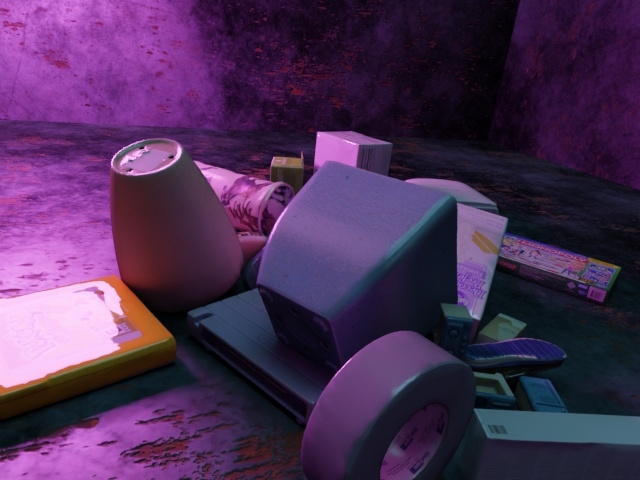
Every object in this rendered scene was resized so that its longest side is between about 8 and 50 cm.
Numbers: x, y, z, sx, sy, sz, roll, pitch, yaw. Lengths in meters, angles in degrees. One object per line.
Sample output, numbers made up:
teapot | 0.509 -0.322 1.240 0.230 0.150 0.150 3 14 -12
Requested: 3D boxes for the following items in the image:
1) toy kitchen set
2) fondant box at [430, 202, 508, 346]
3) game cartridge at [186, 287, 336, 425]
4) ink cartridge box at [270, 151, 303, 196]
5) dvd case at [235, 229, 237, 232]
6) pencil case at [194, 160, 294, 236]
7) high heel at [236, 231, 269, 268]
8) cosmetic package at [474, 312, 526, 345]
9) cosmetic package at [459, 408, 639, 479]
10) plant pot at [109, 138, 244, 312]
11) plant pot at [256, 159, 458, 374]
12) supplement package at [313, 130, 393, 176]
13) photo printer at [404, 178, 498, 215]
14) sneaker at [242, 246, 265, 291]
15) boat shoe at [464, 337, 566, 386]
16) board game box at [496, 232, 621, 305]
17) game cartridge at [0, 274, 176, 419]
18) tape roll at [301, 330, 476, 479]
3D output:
toy kitchen set | 0.276 0.200 0.749 0.207 0.165 0.122 7 21 2
fondant box | 0.250 0.042 1.068 0.239 0.096 0.330 19 46 16
game cartridge | -0.035 0.183 0.855 0.355 0.068 0.230 24 24 38
ink cartridge box | -0.105 -0.166 1.538 0.097 0.188 0.255 3 20 -4
dvd case | -0.334 -0.043 1.385 0.181 0.022 0.253 -1 23 -17
pencil case | -0.268 -0.117 1.342 0.411 0.159 0.183 16 -13 26
high heel | -0.263 0.006 1.183 0.186 0.093 0.261 28 36 37
cosmetic package | 0.353 0.188 0.971 0.060 0.041 0.115 22 26 33
cosmetic package | 0.314 0.281 0.651 0.239 0.098 0.060 5 19 -5
plant pot | -0.294 -0.046 0.959 0.257 0.273 0.256 -2 42 2
plant pot | 0.045 0.062 0.789 0.248 0.247 0.252 23 53 35
supplement package | 0.092 -0.198 1.571 0.145 0.261 0.204 -10 27 -36
photo printer | 0.432 -0.136 1.726 0.256 0.107 0.307 2 22 -11
sneaker | -0.096 0.048 1.155 0.131 0.112 0.319 -14 12 36
boat shoe | 0.333 0.215 0.863 0.183 0.066 0.066 -1 20 -3
board game box | 0.626 0.068 1.353 0.318 0.046 0.214 21 26 32
game cartridge | -0.445 0.158 0.804 0.324 0.052 0.285 -11 27 -40
tape roll | 0.085 0.218 0.576 0.219 0.219 0.072 -12 28 -38
